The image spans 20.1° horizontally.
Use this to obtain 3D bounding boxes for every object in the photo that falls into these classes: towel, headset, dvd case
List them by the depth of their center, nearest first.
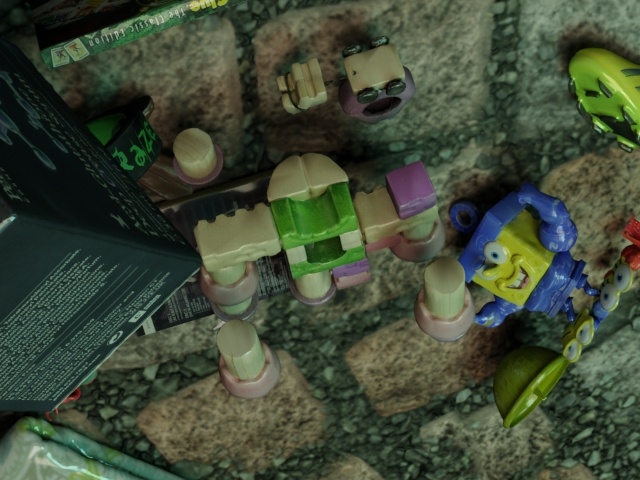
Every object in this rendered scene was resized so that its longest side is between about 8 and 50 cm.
[{"bbox_3d":[-0.349,-0.038,1.831,0.394,0.243,0.185,-28,108,22],"label":"headset"},{"bbox_3d":[-0.123,0.013,2.044,0.221,0.018,0.164,-17,127,-5],"label":"dvd case"},{"bbox_3d":[-0.299,0.395,2.223,0.374,0.090,0.320,28,110,-30],"label":"towel"}]

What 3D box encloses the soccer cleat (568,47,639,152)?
[{"bbox_3d":[0.393,-0.148,2.047,0.289,0.093,0.121,34,79,-27],"label":"soccer cleat"}]

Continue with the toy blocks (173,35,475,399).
[{"bbox_3d":[0.000,0.000,1.958,0.289,0.308,0.260,-17,160,-1],"label":"toy blocks"}]

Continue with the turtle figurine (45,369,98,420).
[{"bbox_3d":[-0.309,0.114,1.970,0.175,0.118,0.234,-41,152,17],"label":"turtle figurine"}]

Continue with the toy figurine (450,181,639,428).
[{"bbox_3d":[0.241,0.030,2.107,0.217,0.191,0.362,35,136,7],"label":"toy figurine"}]

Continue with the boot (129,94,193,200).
[{"bbox_3d":[-0.171,-0.096,1.943,0.114,0.037,0.106,28,126,-26],"label":"boot"}]

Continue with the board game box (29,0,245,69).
[{"bbox_3d":[-0.157,-0.252,1.778,0.260,0.136,0.030,-19,125,-1],"label":"board game box"}]

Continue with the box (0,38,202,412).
[{"bbox_3d":[-0.323,-0.032,1.496,0.212,0.293,0.395,-44,165,9],"label":"box"}]
